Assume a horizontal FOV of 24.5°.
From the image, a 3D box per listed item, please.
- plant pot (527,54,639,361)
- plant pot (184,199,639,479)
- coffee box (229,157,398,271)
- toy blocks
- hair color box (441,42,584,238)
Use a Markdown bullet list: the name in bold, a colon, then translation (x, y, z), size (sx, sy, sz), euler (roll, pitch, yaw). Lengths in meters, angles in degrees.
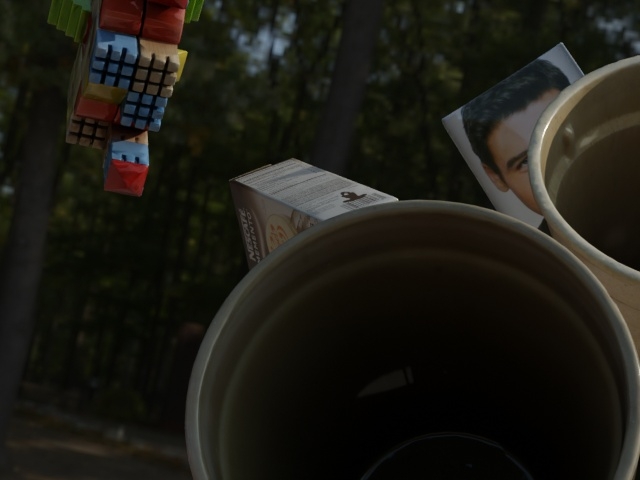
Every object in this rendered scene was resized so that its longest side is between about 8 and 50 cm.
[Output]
- **plant pot**: translation (0.368, 0.034, 1.464), size (0.333, 0.334, 0.305), euler (10, -42, 15)
- **plant pot**: translation (0.085, 0.178, 1.132), size (0.323, 0.323, 0.280), euler (10, -29, 17)
- **coffee box**: translation (0.000, 0.000, 1.771), size (0.098, 0.141, 0.246), euler (-22, 23, -25)
- **toy blocks**: translation (-0.238, -0.239, 1.832), size (0.190, 0.381, 0.261), euler (11, 32, -16)
- **hair color box**: translation (0.328, -0.040, 1.848), size (0.185, 0.374, 0.113), euler (-33, -24, 8)
